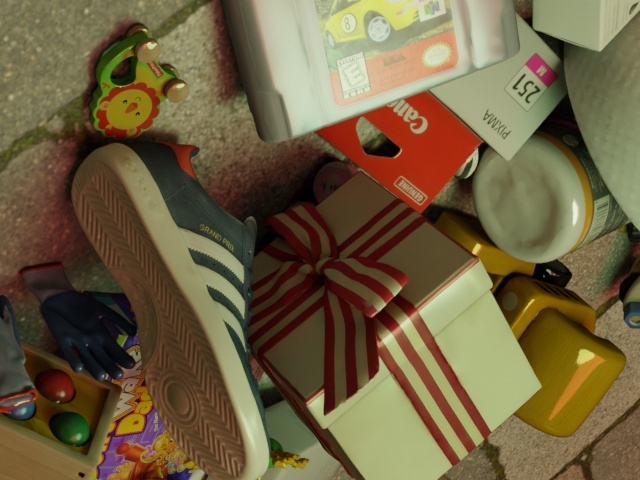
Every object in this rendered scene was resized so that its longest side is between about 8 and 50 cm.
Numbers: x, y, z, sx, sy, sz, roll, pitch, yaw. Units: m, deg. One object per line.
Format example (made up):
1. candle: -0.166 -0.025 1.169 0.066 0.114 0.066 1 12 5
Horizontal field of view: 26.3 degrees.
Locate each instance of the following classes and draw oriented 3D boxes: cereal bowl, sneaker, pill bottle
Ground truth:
1. cereal bowl: 0.433 -0.152 1.589 0.141 0.339 0.339 -28 155 35
2. sneaker: -0.105 0.058 1.330 0.148 0.350 0.131 -18 175 -45
3. pill bottle: 0.331 -0.084 1.700 0.278 0.162 0.162 -23 138 -41
4. sneaker: 0.165 -0.121 1.629 0.044 0.040 0.109 -13 126 -23

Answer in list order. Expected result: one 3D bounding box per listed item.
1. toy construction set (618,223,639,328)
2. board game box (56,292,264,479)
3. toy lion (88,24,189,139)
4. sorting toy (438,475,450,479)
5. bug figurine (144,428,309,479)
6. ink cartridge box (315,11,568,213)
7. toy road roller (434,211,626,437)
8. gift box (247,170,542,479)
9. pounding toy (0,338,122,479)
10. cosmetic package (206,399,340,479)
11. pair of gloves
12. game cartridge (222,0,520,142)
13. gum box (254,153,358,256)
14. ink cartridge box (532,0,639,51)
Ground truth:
1. toy construction set: 0.566 -0.016 1.973 0.309 0.257 0.237 -47 135 -32
2. board game box: -0.220 0.224 1.552 0.233 0.078 0.347 5 121 -45
3. toy lion: -0.181 -0.142 1.296 0.096 0.034 0.100 -35 142 -1
4. sorting toy: 0.124 0.457 2.111 0.229 0.041 0.307 -45 142 0
5. bug figurine: -0.153 0.248 1.477 0.279 0.072 0.216 -36 144 22
6. ink cartridge box: 0.128 -0.164 1.505 0.239 0.060 0.275 -50 134 5
7. toy road roller: 0.236 0.121 1.744 0.329 0.240 0.202 15 113 -48
8. gift box: 0.043 0.114 1.432 0.276 0.255 0.258 -42 130 -13
9. pounding toy: -0.306 0.145 1.333 0.206 0.181 0.094 27 120 -11
10. cosmetic package: -0.041 0.261 1.686 0.117 0.085 0.231 -61 159 19
11. pair of gloves: -0.275 0.090 1.316 0.198 0.159 0.023 -13 141 -39
12. game cartridge: 0.054 -0.231 1.347 0.294 0.060 0.196 -22 118 -13
13. gum box: 0.000 0.000 1.562 0.188 0.062 0.107 -52 142 8
14. ink cartridge box: 0.325 -0.334 1.488 0.218 0.092 0.158 -46 147 -30
